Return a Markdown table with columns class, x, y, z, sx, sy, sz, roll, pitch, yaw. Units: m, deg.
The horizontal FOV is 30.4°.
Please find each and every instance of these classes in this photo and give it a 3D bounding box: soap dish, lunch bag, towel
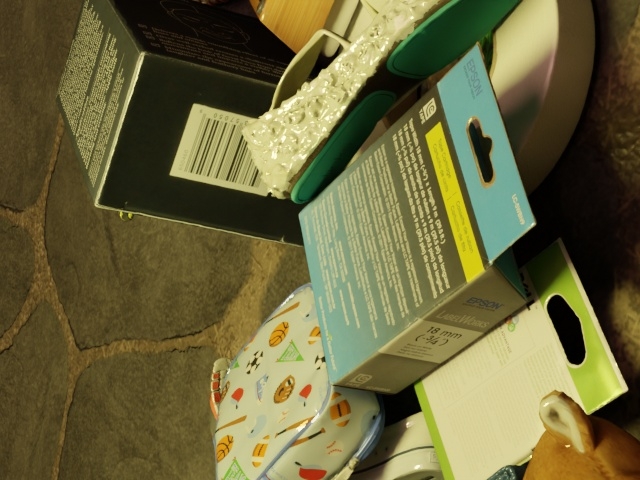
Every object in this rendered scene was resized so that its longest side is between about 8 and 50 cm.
| class | x | y | z | sx | sy | sz | roll | pitch | yaw |
| --- | --- | --- | --- | --- | --- | --- | --- | --- | --- |
| soap dish | 0.002 | -0.404 | 1.588 | 0.229 | 0.118 | 0.291 | -110 | 42 | -68 |
| lunch bag | -0.024 | 0.204 | 1.477 | 0.243 | 0.115 | 0.303 | -47 | 25 | 19 |
| towel | 0.223 | 0.263 | 1.232 | 0.067 | 0.119 | 0.029 | -50 | 43 | 33 |

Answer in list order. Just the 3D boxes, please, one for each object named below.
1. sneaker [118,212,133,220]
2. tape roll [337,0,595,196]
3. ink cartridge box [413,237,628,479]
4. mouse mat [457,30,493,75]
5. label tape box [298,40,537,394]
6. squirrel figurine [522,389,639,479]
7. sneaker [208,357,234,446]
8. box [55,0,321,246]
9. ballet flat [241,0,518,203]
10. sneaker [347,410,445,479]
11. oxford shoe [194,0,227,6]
| class | x | y | z | sx | sy | sz | roll | pitch | yaw |
| --- | --- | --- | --- | --- | --- | --- | --- | --- | --- |
| sneaker | -0.344 | -0.079 | 2.075 | 0.035 | 0.031 | 0.083 | 23 | 100 | 51 |
| tape roll | 0.161 | -0.208 | 1.436 | 0.392 | 0.072 | 0.392 | -16 | 69 | 49 |
| ink cartridge box | 0.228 | 0.147 | 1.271 | 0.255 | 0.097 | 0.189 | -42 | 52 | 36 |
| mouse mat | 0.221 | -0.207 | 1.424 | 0.152 | 0.007 | 0.190 | -13 | 72 | 49 |
| label tape box | 0.125 | -0.013 | 1.284 | 0.333 | 0.105 | 0.241 | -42 | 47 | 39 |
| squirrel figurine | 0.345 | 0.266 | 1.021 | 0.397 | 0.281 | 0.370 | -49 | 36 | 15 |
| sneaker | -0.147 | 0.254 | 1.744 | 0.065 | 0.061 | 0.158 | -29 | 60 | 52 |
| box | -0.175 | -0.188 | 1.612 | 0.212 | 0.293 | 0.395 | -69 | 26 | 20 |
| ballet flat | 0.055 | -0.213 | 1.338 | 0.409 | 0.147 | 0.147 | -44 | 50 | 20 |
| sneaker | 0.071 | 0.280 | 1.458 | 0.258 | 0.094 | 0.091 | -28 | 44 | 40 |
| oxford shoe | -0.210 | -0.425 | 1.903 | 0.397 | 0.140 | 0.147 | -52 | 54 | 34 |
